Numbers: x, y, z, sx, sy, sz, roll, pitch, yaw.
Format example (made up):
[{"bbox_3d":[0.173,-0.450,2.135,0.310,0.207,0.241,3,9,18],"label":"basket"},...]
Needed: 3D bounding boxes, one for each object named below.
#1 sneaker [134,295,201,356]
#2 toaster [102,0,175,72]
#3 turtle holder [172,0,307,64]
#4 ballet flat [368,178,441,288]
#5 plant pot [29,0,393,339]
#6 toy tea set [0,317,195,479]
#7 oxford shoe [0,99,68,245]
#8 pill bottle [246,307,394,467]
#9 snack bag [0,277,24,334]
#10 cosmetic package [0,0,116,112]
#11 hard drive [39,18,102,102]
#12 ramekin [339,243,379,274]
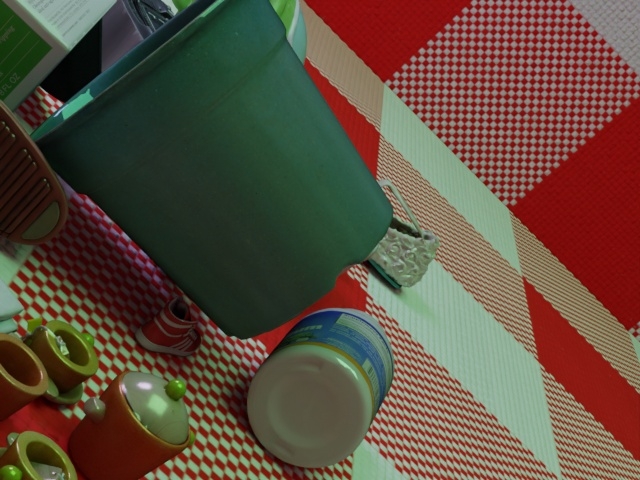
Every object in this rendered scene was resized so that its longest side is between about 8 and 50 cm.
[{"bbox_3d":[-0.160,0.100,1.648,0.042,0.067,0.118,53,18,20],"label":"sneaker"},{"bbox_3d":[-0.271,-0.262,2.057,0.129,0.146,0.227,28,25,-48],"label":"toaster"},{"bbox_3d":[-0.124,-0.333,2.437,0.227,0.243,0.320,57,-1,-37],"label":"turtle holder"},{"bbox_3d":[0.054,-0.080,2.488,0.409,0.147,0.147,40,18,-21],"label":"ballet flat"},{"bbox_3d":[-0.109,-0.088,1.642,0.334,0.341,0.341,51,15,-14],"label":"plant pot"},{"bbox_3d":[-0.236,0.142,1.264,0.200,0.124,0.336,50,17,9],"label":"toy tea set"},{"bbox_3d":[-0.397,-0.140,1.520,0.348,0.123,0.130,47,11,-6],"label":"oxford shoe"},{"bbox_3d":[0.011,0.171,1.769,0.152,0.152,0.272,47,16,-1],"label":"pill bottle"},{"bbox_3d":[-0.450,-0.028,1.272,0.323,0.037,0.342,51,17,10],"label":"snack bag"},{"bbox_3d":[-0.446,-0.324,1.632,0.365,0.197,0.155,42,35,-12],"label":"cosmetic package"},{"bbox_3d":[-0.356,-0.284,1.833,0.054,0.172,0.255,-13,36,-30],"label":"hard drive"},{"bbox_3d":[-0.048,-0.043,2.130,0.273,0.127,0.273,40,21,-19],"label":"ramekin"}]
